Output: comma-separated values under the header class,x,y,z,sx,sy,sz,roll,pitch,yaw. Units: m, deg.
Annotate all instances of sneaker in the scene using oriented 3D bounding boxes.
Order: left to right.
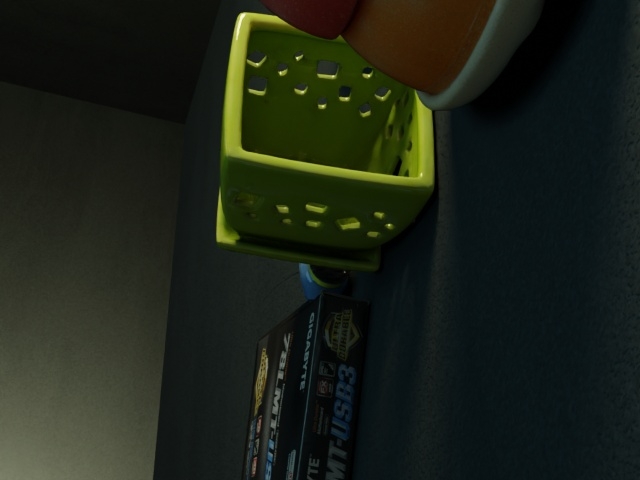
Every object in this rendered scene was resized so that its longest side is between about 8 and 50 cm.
class,x,y,z,sx,sy,sz,roll,pitch,yaw
sneaker,0.000,0.000,1.422,0.082,0.069,0.209,112,164,-48

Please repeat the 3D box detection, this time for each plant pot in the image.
class,x,y,z,sx,sy,sz,roll,pitch,yaw
plant pot,-0.008,-0.097,1.231,0.207,0.227,0.228,111,165,-53

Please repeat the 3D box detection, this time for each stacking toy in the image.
class,x,y,z,sx,sy,sz,roll,pitch,yaw
stacking toy,-0.037,-0.335,0.967,0.350,0.479,0.351,-167,90,-80

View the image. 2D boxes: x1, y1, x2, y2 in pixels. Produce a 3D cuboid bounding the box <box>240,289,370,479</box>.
class,x,y,z,sx,sy,sz,roll,pitch,yaw
box,-0.031,0.239,1.338,0.293,0.073,0.296,134,145,-67
